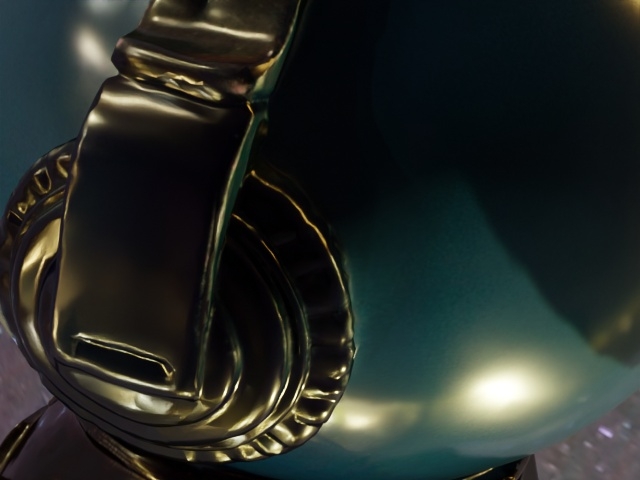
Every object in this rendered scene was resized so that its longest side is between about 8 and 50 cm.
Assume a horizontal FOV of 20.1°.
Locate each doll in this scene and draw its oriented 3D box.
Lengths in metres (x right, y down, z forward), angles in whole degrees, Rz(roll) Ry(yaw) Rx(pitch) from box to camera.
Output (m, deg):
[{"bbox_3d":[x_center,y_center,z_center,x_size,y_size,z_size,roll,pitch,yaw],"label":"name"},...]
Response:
[{"bbox_3d":[0.000,0.000,0.539,0.240,0.284,0.310,14,-71,19],"label":"doll"}]
